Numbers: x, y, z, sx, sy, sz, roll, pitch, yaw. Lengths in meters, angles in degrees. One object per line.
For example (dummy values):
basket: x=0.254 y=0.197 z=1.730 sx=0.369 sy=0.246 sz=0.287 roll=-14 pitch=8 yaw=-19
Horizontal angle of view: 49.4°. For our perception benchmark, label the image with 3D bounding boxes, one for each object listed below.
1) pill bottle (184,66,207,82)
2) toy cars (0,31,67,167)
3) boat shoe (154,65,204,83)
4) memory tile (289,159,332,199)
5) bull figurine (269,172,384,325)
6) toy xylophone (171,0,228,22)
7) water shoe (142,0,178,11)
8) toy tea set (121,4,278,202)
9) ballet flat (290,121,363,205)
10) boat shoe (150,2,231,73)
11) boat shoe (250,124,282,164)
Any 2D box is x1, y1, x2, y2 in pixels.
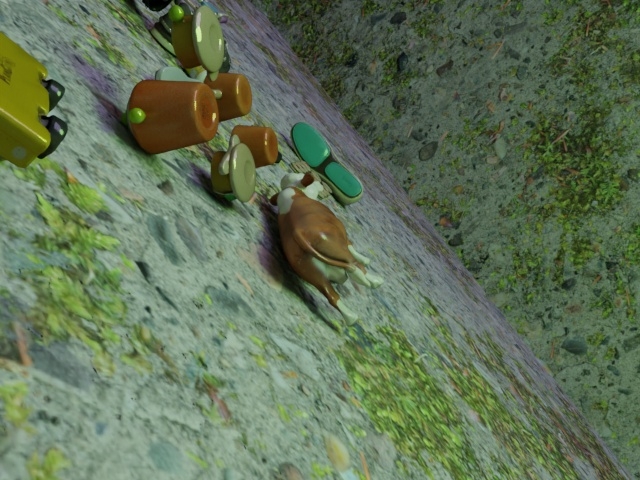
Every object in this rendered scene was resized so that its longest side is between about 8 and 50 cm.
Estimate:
pill bottle: x=-0.242 y=-0.337 z=1.406 sx=0.083 sy=0.043 sz=0.043 roll=53 pitch=14 yaw=20
toy cars: x=-0.339 y=-0.183 z=0.574 sx=0.394 sy=0.087 sz=0.176 roll=48 pitch=8 yaw=13
boat shoe: x=-0.249 y=-0.270 z=1.204 sx=0.040 sy=0.049 sz=0.142 roll=17 pitch=5 yaw=19
memory tile: x=-0.020 y=-0.144 z=1.635 sx=0.113 sy=0.012 sz=0.148 roll=48 pitch=13 yaw=-1
bull figurine: x=0.000 y=0.000 z=1.088 sx=0.188 sy=0.101 sz=0.310 roll=46 pitch=13 yaw=-16
toy xylophone: x=-0.388 y=-0.699 z=1.893 sx=0.322 sy=0.081 sz=0.236 roll=44 pitch=13 yaw=-19
water shoe: x=-0.355 y=-0.513 z=1.432 sx=0.072 sy=0.080 sz=0.203 roll=6 pitch=3 yaw=-41
toy tea set: x=-0.171 y=-0.163 z=1.000 sx=0.336 sy=0.124 sz=0.200 roll=61 pitch=31 yaw=-58
ballet flat: x=0.010 y=-0.187 z=1.746 sx=0.248 sy=0.086 sz=0.086 roll=51 pitch=13 yaw=7
boat shoe: x=-0.256 y=-0.441 z=1.543 sx=0.112 sy=0.095 sz=0.335 roll=49 pitch=13 yaw=5
boat shoe: x=-0.112 y=-0.193 z=1.418 sx=0.049 sy=0.042 sz=0.133 roll=53 pitch=12 yaw=30
